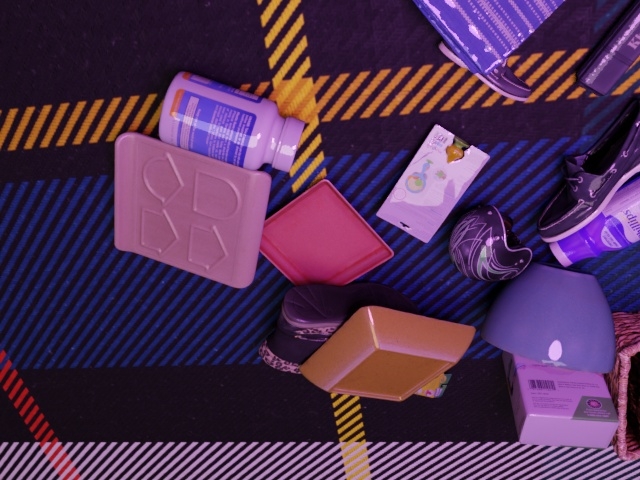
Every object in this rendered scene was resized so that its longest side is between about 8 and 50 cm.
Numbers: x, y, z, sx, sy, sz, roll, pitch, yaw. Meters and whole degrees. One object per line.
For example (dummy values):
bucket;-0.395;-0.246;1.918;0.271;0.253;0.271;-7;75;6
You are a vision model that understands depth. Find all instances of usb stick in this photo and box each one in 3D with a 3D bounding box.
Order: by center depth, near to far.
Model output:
usb stick;0.580;-0.390;1.031;0.077;0.045;0.278;27;123;-10

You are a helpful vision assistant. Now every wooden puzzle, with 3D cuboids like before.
wooden puzzle;-0.298;-0.071;1.323;0.347;0.080;0.322;16;124;3

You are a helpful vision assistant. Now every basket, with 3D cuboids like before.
basket;0.784;0.342;1.348;0.213;0.223;0.299;-3;104;11

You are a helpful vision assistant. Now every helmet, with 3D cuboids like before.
helmet;0.364;0.008;1.258;0.161;0.169;0.169;18;126;-25

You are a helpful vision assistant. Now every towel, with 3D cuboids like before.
towel;0.326;-0.482;0.971;0.243;0.040;0.336;42;105;-18

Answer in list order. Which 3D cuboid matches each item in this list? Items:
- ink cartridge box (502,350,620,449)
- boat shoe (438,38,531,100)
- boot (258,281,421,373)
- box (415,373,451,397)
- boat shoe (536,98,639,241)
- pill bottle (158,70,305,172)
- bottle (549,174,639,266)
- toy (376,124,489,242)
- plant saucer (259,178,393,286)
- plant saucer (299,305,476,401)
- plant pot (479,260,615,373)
ink cartridge box;0.574;0.353;1.396;0.201;0.278;0.117;2;127;6
boat shoe;0.325;-0.338;1.080;0.206;0.075;0.065;30;125;-8
boot;0.041;0.234;1.461;0.377;0.138;0.284;4;143;-26
box;0.267;0.380;1.594;0.179;0.043;0.105;15;124;0
boat shoe;0.552;-0.143;1.154;0.113;0.127;0.340;35;119;-15
pill bottle;-0.176;-0.232;1.167;0.272;0.152;0.152;18;124;-5
bottle;0.639;-0.041;1.231;0.283;0.092;0.118;-36;112;26
toy;0.242;-0.125;1.246;0.137;0.056;0.237;29;118;-8
plant saucer;0.000;0.000;1.366;0.258;0.048;0.259;-33;113;26
plant saucer;0.165;0.301;1.393;0.332;0.081;0.333;15;136;-25
plant pot;0.531;0.156;1.297;0.290;0.290;0.195;11;95;-1
